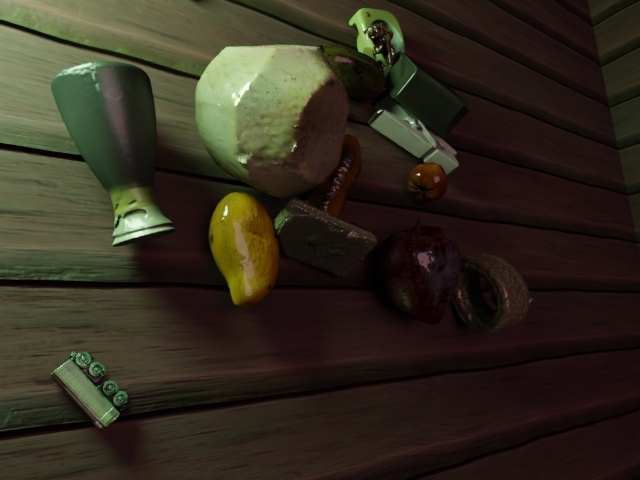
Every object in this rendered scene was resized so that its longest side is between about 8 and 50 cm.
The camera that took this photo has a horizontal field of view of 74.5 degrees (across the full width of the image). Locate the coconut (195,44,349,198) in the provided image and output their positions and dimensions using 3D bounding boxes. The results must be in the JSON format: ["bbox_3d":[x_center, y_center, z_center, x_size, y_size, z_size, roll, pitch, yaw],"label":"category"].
[{"bbox_3d":[-0.105,-0.264,0.925,0.352,0.352,0.352,8,74,-31],"label":"coconut"}]

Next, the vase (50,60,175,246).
[{"bbox_3d":[-0.383,-0.156,0.813,0.173,0.173,0.321,-15,93,-34],"label":"vase"}]

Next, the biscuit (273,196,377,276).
[{"bbox_3d":[0.000,0.000,1.010,0.252,0.150,0.052,24,36,-29],"label":"biscuit"}]

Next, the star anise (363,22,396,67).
[{"bbox_3d":[0.188,-0.569,1.236,0.097,0.070,0.190,15,61,-39],"label":"star anise"}]

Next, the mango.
[{"bbox_3d":[-0.169,0.020,0.932,0.157,0.109,0.262,4,77,-45],"label":"mango"}]

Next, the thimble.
[{"bbox_3d":[0.509,0.160,1.282,0.148,0.196,0.229,-4,51,-36],"label":"thimble"}]

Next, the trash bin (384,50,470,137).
[{"bbox_3d":[0.315,-0.454,1.300,0.240,0.122,0.164,22,34,-32],"label":"trash bin"}]

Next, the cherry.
[{"bbox_3d":[0.266,0.084,1.136,0.230,0.203,0.300,-14,94,-41],"label":"cherry"}]

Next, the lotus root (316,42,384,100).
[{"bbox_3d":[0.078,-0.477,1.200,0.241,0.123,0.124,9,45,-28],"label":"lotus root"}]

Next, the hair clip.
[{"bbox_3d":[0.299,-0.327,1.320,0.331,0.085,0.101,30,44,-19],"label":"hair clip"}]

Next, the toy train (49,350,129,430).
[{"bbox_3d":[-0.411,0.266,0.758,0.071,0.038,0.148,-42,101,-33],"label":"toy train"}]

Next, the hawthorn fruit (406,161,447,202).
[{"bbox_3d":[0.326,-0.184,1.291,0.125,0.125,0.140,18,57,-28],"label":"hawthorn fruit"}]

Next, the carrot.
[{"bbox_3d":[0.027,-0.138,1.091,0.114,0.114,0.302,32,65,-23],"label":"carrot"}]

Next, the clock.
[{"bbox_3d":[0.191,-0.610,1.335,0.170,0.069,0.232,-12,86,-34],"label":"clock"}]
